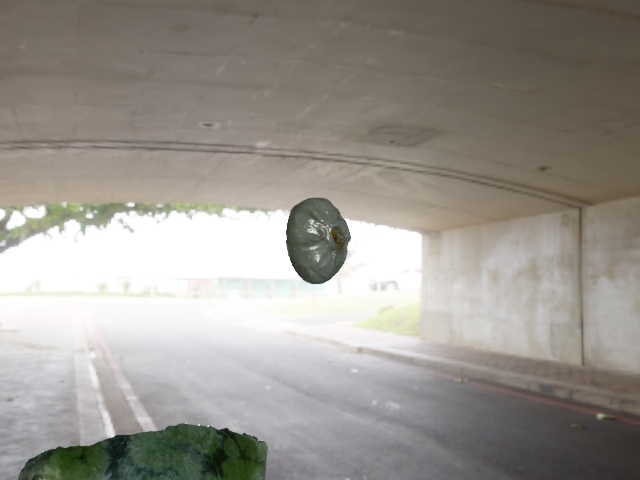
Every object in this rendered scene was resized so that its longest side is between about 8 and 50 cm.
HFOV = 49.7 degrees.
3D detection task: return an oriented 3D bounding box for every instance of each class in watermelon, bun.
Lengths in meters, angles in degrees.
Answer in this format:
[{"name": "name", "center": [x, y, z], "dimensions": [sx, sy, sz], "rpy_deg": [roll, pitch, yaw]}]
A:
[{"name": "watermelon", "center": [-0.124, 0.204, 0.498], "dimensions": [0.187, 0.139, 0.071], "rpy_deg": [5, 39, -33]}, {"name": "bun", "center": [0.000, 0.000, 0.652], "dimensions": [0.045, 0.083, 0.083], "rpy_deg": [-10, -10, 35]}]
